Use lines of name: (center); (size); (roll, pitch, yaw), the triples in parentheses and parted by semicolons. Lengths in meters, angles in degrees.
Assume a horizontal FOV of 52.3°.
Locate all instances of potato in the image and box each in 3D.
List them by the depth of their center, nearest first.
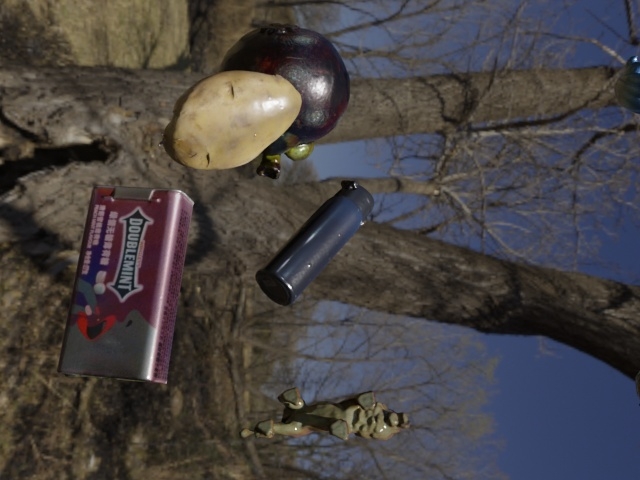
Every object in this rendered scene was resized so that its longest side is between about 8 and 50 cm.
potato: (-0.153, -0.208, 1.087); (0.161, 0.235, 0.128); (50, 4, -41)

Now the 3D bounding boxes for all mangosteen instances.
mangosteen: (-0.085, -0.340, 1.505); (0.330, 0.330, 0.329); (-176, -90, -82)

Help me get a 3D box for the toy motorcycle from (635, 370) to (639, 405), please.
toy motorcycle: (0.720, 0.304, 1.272); (0.159, 0.270, 0.106); (-44, 178, -21)

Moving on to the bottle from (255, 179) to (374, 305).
bottle: (0.000, 0.000, 1.031); (0.244, 0.072, 0.082); (-48, 125, -32)

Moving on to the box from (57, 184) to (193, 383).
box: (-0.224, 0.050, 0.760); (0.069, 0.120, 0.224); (65, 28, -73)

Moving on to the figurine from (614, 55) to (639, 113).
figurine: (0.583, -0.271, 1.184); (0.114, 0.079, 0.114); (-19, 90, -88)

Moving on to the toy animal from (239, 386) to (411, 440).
toy animal: (0.016, 0.349, 1.264); (0.157, 0.313, 0.097); (66, 23, -61)
